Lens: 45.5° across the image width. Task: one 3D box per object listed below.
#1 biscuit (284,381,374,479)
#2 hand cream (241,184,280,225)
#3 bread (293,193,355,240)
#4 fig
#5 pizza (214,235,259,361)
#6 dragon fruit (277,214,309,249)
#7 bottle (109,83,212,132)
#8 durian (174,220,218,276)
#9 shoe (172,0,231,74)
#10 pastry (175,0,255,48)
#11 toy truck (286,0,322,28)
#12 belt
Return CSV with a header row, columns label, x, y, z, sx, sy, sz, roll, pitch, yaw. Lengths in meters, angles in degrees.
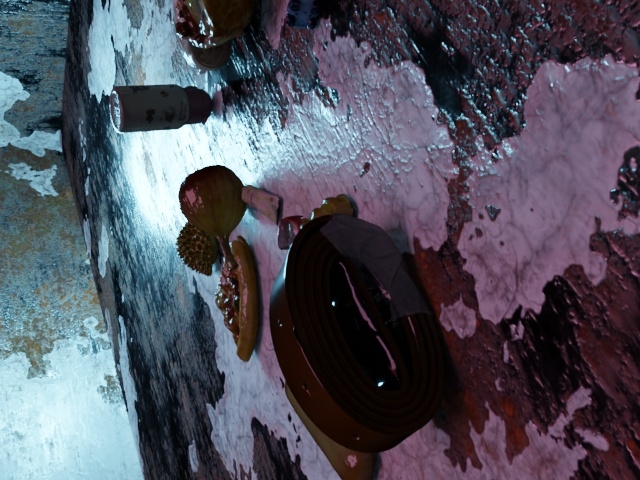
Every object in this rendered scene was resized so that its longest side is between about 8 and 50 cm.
label,x,y,z,sx,sy,sz,roll,pitch,yaw
biscuit,0.021,0.268,1.349,0.291,0.062,0.237,47,134,48
hand cream,-0.122,-0.079,1.592,0.143,0.039,0.061,31,120,52
bread,0.000,0.000,1.310,0.083,0.094,0.157,42,139,47
fig,-0.210,-0.058,1.676,0.231,0.143,0.160,48,144,9
pizza,-0.196,0.130,1.743,0.197,0.058,0.292,16,109,61
dragon fruit,-0.042,-0.017,1.423,0.083,0.056,0.060,-25,75,57
bottle,-0.372,-0.315,1.809,0.110,0.233,0.110,27,121,56
durian,-0.316,-0.015,1.911,0.146,0.102,0.208,117,143,-55
shoe,-0.283,-0.521,1.734,0.159,0.124,0.316,157,106,-69
pastry,-0.213,-0.522,1.522,0.237,0.170,0.256,25,131,66
toy truck,-0.033,-0.420,1.337,0.073,0.056,0.090,115,153,-54
belt,0.049,0.128,1.104,0.339,0.217,0.122,68,155,22
